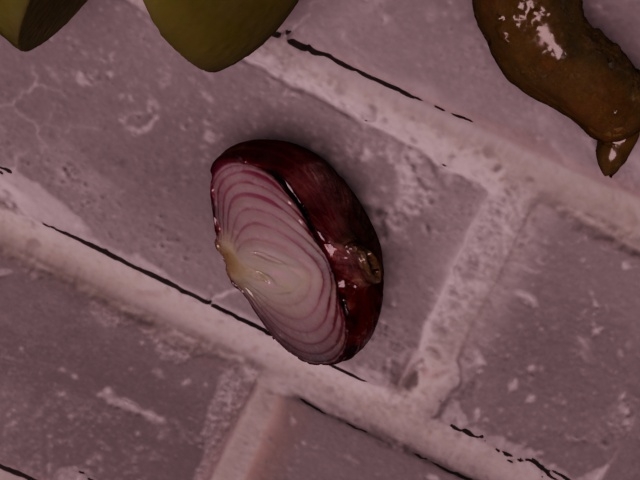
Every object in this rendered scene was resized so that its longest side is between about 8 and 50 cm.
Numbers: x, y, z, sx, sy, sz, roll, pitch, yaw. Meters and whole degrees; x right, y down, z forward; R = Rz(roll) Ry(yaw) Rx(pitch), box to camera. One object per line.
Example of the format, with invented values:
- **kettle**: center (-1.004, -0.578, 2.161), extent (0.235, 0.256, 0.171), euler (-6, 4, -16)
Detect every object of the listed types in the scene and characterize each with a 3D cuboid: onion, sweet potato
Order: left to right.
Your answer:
- **onion**: center (0.000, 0.000, 1.289), extent (0.151, 0.098, 0.206), euler (-2, 116, 38)
- **sweet potato**: center (0.183, -0.189, 1.201), extent (0.124, 0.098, 0.310), euler (-17, 103, -6)

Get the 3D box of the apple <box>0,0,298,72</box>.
- **apple**: center (-0.140, -0.258, 1.156), extent (0.292, 0.254, 0.292), euler (2, 103, 8)
